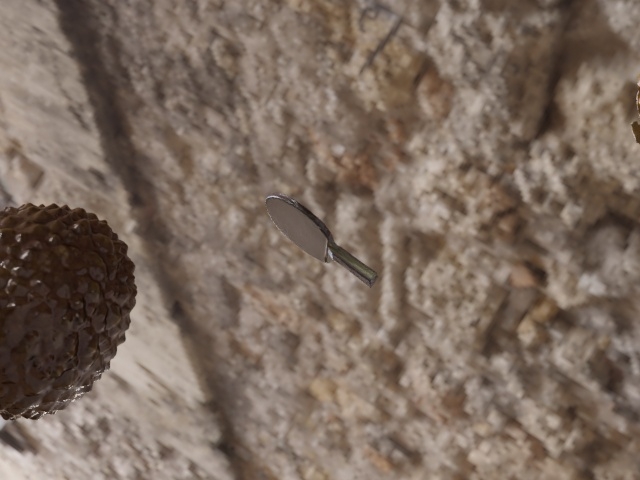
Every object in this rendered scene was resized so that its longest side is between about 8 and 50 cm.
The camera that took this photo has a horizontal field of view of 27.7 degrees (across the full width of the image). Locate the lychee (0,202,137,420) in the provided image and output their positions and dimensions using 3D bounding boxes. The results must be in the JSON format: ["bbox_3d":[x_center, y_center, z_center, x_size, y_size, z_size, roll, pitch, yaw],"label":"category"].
[{"bbox_3d":[-0.272,0.066,1.161,0.238,0.200,0.200,-42,-27,-20],"label":"lychee"}]

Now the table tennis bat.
[{"bbox_3d":[0.000,0.000,0.775,0.007,0.083,0.050,-47,-18,-22],"label":"table tennis bat"}]

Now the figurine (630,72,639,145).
[{"bbox_3d":[0.396,-0.132,1.137,0.156,0.246,0.131,-77,-20,-64],"label":"figurine"}]
